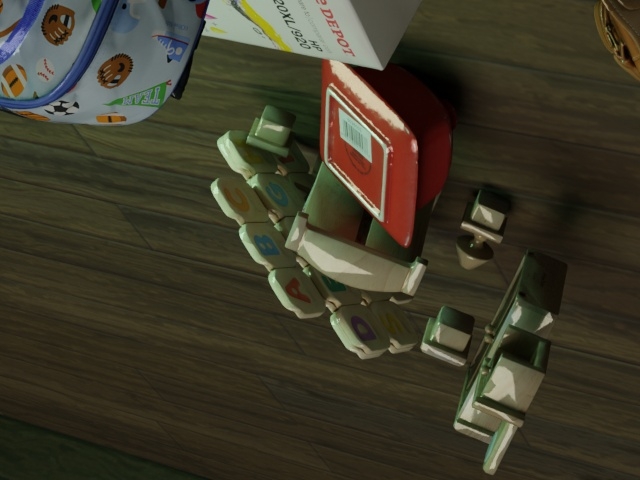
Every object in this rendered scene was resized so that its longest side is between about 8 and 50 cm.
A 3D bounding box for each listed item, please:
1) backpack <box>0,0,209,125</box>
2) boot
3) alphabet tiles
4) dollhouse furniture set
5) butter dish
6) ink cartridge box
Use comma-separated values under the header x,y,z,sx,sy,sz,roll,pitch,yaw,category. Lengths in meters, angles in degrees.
x,y,z,sx,sy,sz,roll,pitch,yaw,category
-0.200,-0.208,1.392,0.263,0.276,0.213,19,-168,36,backpack
0.247,-0.194,1.549,0.197,0.073,0.152,63,178,-12,boot
0.000,0.000,2.035,0.284,0.021,0.278,58,-155,15,alphabet tiles
0.049,0.057,1.954,0.355,0.303,0.174,22,121,-1,dollhouse furniture set
0.080,-0.105,1.879,0.160,0.118,0.160,48,152,35,butter dish
-0.036,-0.267,1.557,0.233,0.168,0.171,14,155,29,ink cartridge box
